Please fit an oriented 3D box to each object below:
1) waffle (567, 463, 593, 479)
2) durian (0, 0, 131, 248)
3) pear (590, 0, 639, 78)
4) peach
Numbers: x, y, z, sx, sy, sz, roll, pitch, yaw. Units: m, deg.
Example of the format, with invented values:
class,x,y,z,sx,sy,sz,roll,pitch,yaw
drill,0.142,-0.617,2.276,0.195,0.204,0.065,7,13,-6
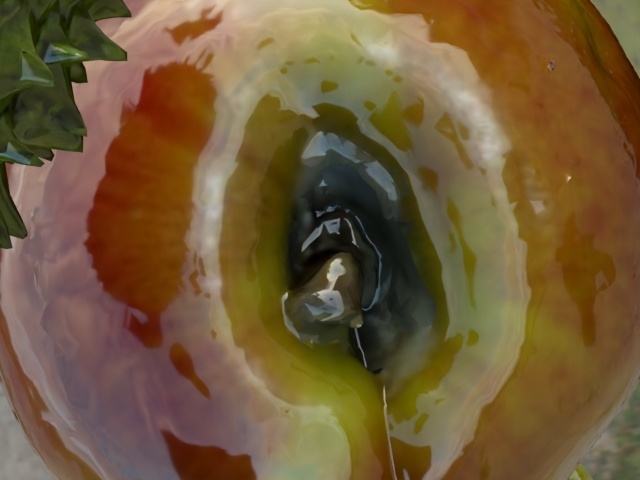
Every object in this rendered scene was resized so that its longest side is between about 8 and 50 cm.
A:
class,x,y,z,sx,sy,sz,roll,pitch,yaw
waffle,0.027,0.211,1.034,0.312,0.060,0.307,-38,73,30
durian,-0.171,-0.071,0.422,0.224,0.291,0.291,-130,47,-77
pear,0.289,-0.180,0.911,0.418,0.362,0.362,-8,84,6
peach,0.000,0.000,0.678,0.281,0.238,0.281,173,90,-86
